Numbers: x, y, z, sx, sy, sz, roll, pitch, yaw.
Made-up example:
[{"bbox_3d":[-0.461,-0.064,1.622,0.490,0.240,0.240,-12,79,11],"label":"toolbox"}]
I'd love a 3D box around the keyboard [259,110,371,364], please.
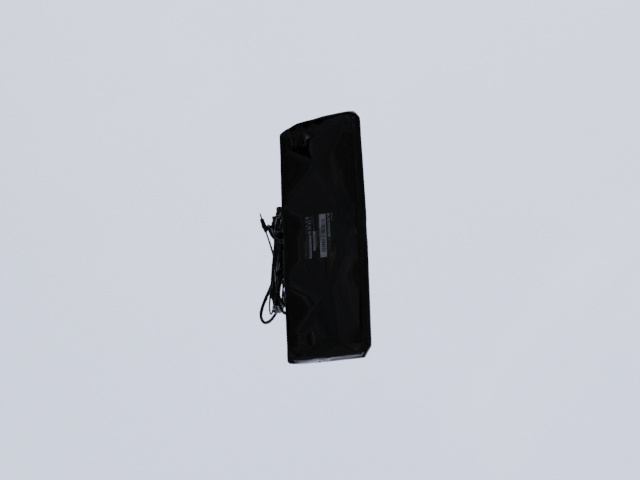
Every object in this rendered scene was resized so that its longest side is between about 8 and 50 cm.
[{"bbox_3d":[0.000,0.000,1.025,0.100,0.038,0.192,-8,-103,32],"label":"keyboard"}]
